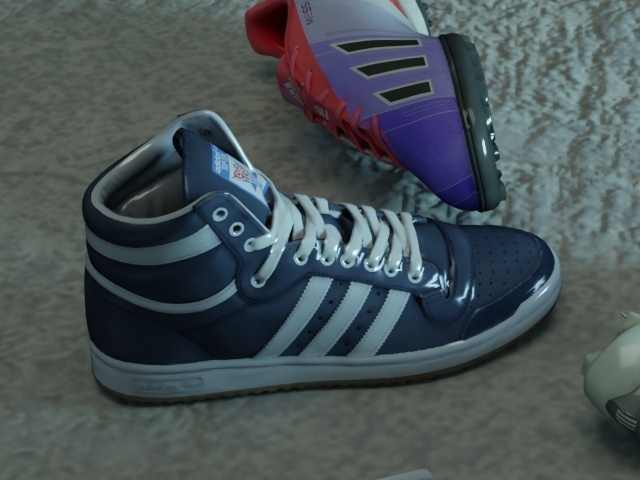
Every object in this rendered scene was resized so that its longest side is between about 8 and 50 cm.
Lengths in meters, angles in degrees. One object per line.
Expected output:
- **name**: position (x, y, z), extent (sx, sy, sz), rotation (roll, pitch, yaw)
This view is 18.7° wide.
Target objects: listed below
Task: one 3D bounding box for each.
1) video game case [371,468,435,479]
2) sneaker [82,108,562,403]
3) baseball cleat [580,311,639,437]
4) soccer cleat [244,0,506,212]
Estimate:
- **video game case**: position (-0.006, 0.198, 0.876), extent (0.201, 0.023, 0.183), rotation (-10, 49, -20)
- **sneaker**: position (0.000, 0.000, 1.103), extent (0.282, 0.153, 0.099), rotation (-9, 37, -5)
- **baseball cleat**: position (0.239, 0.058, 1.080), extent (0.206, 0.072, 0.109), rotation (-33, 60, -28)
- **soccer cleat**: position (0.035, -0.096, 1.261), extent (0.116, 0.109, 0.318), rotation (-14, 30, -7)
